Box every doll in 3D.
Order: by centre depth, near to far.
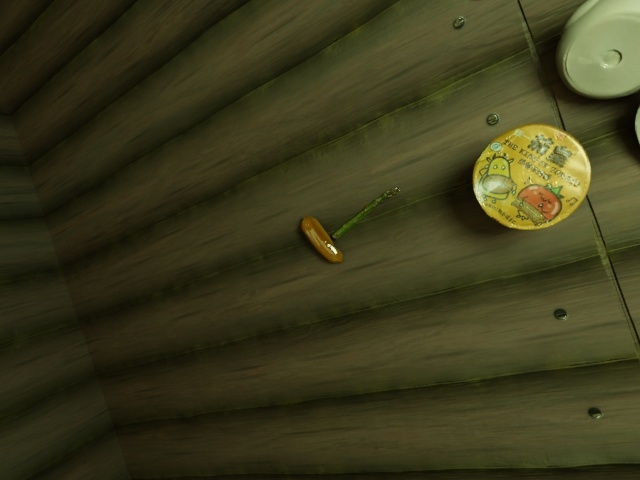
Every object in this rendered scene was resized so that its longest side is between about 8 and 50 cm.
[{"bbox_3d":[0.599,-0.408,0.798,0.221,0.221,0.251,58,151,8],"label":"doll"}]

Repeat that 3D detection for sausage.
[{"bbox_3d":[0.000,0.000,1.226,0.183,0.054,0.062,54,145,7],"label":"sausage"}]

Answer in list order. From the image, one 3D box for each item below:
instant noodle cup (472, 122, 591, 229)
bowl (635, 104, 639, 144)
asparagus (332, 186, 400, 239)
[{"bbox_3d":[0.458,-0.138,0.904,0.216,0.172,0.215,4,99,26],"label":"instant noodle cup"},{"bbox_3d":[0.744,-0.225,0.715,0.144,0.287,0.287,-42,76,-12],"label":"bowl"},{"bbox_3d":[0.127,-0.078,1.166,0.025,0.024,0.249,36,120,-29],"label":"asparagus"}]
